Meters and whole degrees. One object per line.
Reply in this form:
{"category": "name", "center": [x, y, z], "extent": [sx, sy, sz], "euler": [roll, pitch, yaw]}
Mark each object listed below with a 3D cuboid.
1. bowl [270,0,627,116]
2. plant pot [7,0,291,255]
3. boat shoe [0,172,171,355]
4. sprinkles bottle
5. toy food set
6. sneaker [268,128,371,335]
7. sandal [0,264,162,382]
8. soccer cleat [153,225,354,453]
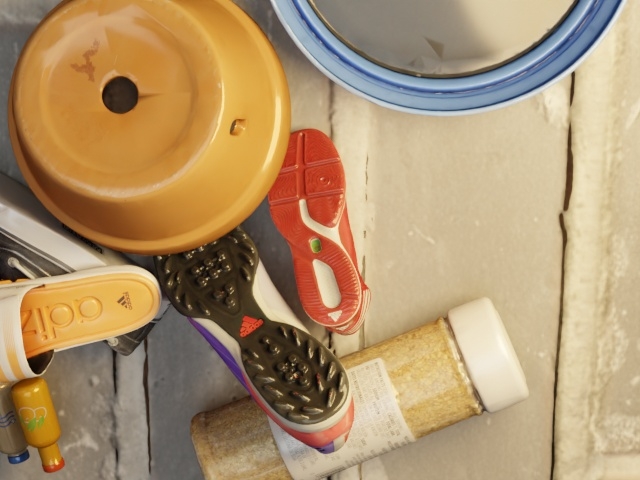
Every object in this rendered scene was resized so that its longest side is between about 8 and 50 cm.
{"category": "bowl", "center": [0.127, -0.322, 1.586], "extent": [0.391, 0.077, 0.391], "euler": [0, 104, 0]}
{"category": "plant pot", "center": [-0.180, -0.130, 1.536], "extent": [0.291, 0.203, 0.290], "euler": [0, 90, 3]}
{"category": "boat shoe", "center": [-0.306, 0.018, 1.666], "extent": [0.301, 0.108, 0.102], "euler": [34, 101, -15]}
{"category": "sprinkles bottle", "center": [0.041, 0.180, 1.691], "extent": [0.355, 0.121, 0.121], "euler": [-23, 103, 6]}
{"category": "toy food set", "center": [-0.400, 0.221, 1.705], "extent": [0.232, 0.111, 0.104], "euler": [-17, 106, -9]}
{"category": "sneaker", "center": [0.000, 0.000, 1.672], "extent": [0.087, 0.128, 0.221], "euler": [-8, 71, 6]}
{"category": "sandal", "center": [-0.291, 0.087, 1.593], "extent": [0.265, 0.076, 0.102], "euler": [-16, 111, -5]}
{"category": "soccer cleat", "center": [-0.073, 0.093, 1.633], "extent": [0.109, 0.116, 0.318], "euler": [-34, 59, -13]}
